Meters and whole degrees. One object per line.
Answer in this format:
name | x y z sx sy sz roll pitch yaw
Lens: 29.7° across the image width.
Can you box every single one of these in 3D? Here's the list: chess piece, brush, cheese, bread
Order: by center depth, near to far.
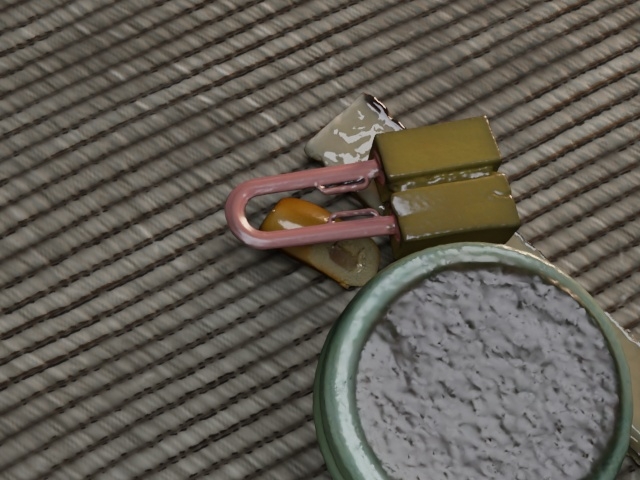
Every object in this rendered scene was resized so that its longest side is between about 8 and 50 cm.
chess piece | 0.087 0.132 0.839 0.195 0.299 0.194 1 71 -2
brush | 0.037 -0.032 0.978 0.233 0.047 0.103 -9 67 -14
bread | 0.001 0.001 1.002 0.103 0.062 0.049 26 84 5
cheese | 0.152 0.030 1.020 0.400 0.034 0.085 42 77 11
